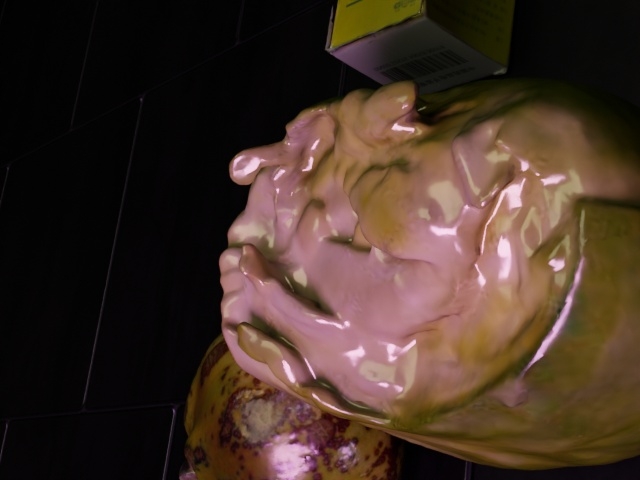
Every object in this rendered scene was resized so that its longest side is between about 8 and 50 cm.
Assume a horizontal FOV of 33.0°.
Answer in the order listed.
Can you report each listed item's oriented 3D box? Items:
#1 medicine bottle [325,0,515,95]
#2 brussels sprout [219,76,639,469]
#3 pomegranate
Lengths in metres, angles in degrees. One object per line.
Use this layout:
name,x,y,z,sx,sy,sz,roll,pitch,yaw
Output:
medicine bottle,0.110,-0.284,1.088,0.137,0.141,0.250,-10,65,46
brussels sprout,0.116,0.027,0.783,0.371,0.314,0.276,-3,80,36
pomegranate,0.003,0.136,0.960,0.276,0.204,0.222,-52,38,22
